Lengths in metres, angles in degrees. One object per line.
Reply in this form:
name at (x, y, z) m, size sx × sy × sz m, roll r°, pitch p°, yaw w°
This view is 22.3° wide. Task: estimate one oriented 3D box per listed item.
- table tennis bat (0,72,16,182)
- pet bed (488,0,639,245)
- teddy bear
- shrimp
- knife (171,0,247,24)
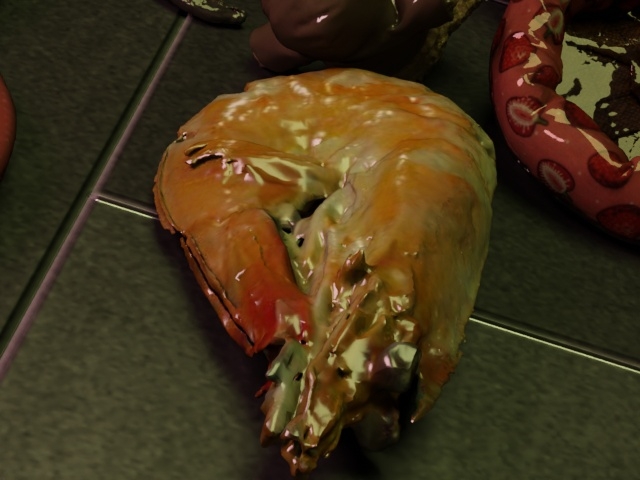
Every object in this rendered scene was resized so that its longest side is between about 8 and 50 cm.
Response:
table tennis bat at (-0.217, -0.074, 0.701) m, size 0.200 × 0.038 × 0.310 m, roll 22°, pitch 34°, yaw 5°
pet bed at (0.179, -0.076, 0.836) m, size 0.201 × 0.053 × 0.201 m, roll 7°, pitch 55°, yaw -11°
teddy bear at (0.029, -0.110, 0.838) m, size 0.119 × 0.078 × 0.160 m, roll -14°, pitch 1°, yaw 33°
shrimp at (0.000, 0.001, 0.682) m, size 0.154 × 0.062 × 0.294 m, roll 6°, pitch 29°, yaw 1°
knife at (-0.111, -0.187, 0.928) m, size 0.045 × 0.021 × 0.222 m, roll -8°, pitch 46°, yaw -33°
